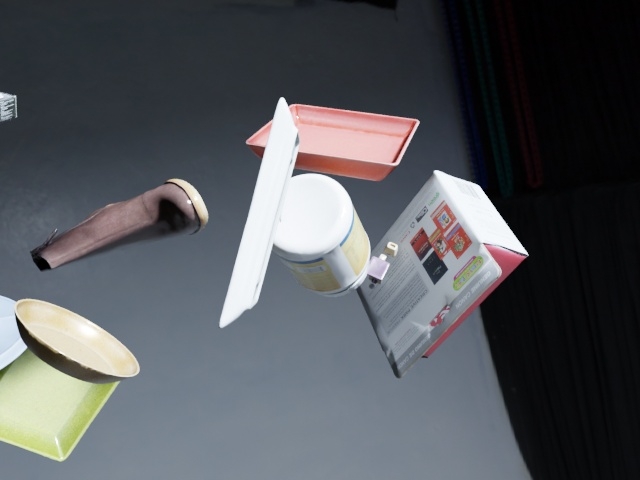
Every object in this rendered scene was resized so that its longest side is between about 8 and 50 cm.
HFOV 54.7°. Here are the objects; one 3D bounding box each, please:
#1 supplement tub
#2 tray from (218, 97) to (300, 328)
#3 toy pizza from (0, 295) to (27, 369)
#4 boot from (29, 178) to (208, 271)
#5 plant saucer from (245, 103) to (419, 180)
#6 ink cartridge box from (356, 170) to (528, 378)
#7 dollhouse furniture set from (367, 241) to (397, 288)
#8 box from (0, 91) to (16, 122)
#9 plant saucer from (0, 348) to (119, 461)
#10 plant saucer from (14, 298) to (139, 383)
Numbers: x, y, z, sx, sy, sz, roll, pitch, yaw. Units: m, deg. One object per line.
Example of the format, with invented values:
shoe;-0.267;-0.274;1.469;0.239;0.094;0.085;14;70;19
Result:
supplement tub;0.000;0.000;1.000;0.144;0.144;0.199;-11;-29;12
tray;-0.068;-0.028;0.757;0.030;0.270;0.145;15;0;1
toy pizza;-0.346;0.095;0.516;0.201;0.032;0.201;2;19;-1
boot;-0.296;-0.006;0.906;0.207;0.090;0.248;-34;20;-34
plant saucer;0.031;-0.177;1.111;0.258;0.047;0.259;10;30;13
ink cartridge box;0.227;0.077;1.190;0.130;0.272;0.309;14;-53;-32
dollhouse furniture set;0.078;0.040;1.197;0.114;0.091;0.081;24;-33;10
box;-0.609;-0.207;0.950;0.184;0.045;0.190;15;28;9
plant saucer;-0.459;0.250;1.034;0.188;0.188;0.045;38;-8;-34
plant saucer;-0.151;0.065;0.378;0.015;0.083;0.083;-56;-1;-2
